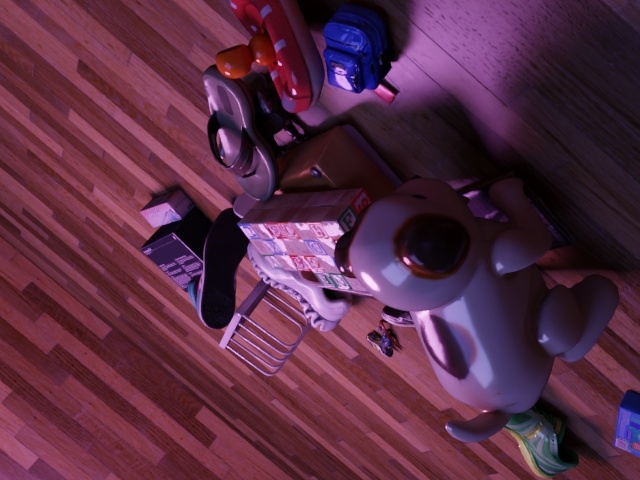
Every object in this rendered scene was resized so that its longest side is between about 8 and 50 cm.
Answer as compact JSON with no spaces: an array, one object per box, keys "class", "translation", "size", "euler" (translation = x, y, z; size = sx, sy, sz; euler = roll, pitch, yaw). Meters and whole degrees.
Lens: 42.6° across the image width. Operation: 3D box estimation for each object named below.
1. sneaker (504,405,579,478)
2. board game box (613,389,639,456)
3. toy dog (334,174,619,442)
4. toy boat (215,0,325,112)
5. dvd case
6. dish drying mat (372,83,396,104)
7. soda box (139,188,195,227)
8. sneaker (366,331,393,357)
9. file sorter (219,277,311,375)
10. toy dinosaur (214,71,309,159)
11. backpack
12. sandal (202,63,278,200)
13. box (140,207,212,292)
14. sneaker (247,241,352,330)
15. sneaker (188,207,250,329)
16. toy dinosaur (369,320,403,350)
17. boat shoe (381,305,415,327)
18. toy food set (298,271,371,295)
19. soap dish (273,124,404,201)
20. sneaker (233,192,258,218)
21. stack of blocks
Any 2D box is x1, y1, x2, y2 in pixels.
[{"class":"sneaker","translation":[0.476,0.401,1.820],"size":[0.123,0.109,0.295],"euler":[-24,114,34]},{"class":"board game box","translation":[0.683,0.388,1.589],"size":[0.210,0.047,0.160],"euler":[22,147,30]},{"class":"toy dog","translation":[0.208,0.075,1.313],"size":[0.408,0.395,0.284],"euler":[43,161,-28]},{"class":"toy boat","translation":[-0.097,-0.308,1.322],"size":[0.151,0.151,0.231],"euler":[115,133,-76]},{"class":"dvd case","translation":[0.315,-0.033,1.441],"size":[0.164,0.018,0.221],"euler":[45,150,-14]},{"class":"dish drying mat","translation":[0.090,-0.263,1.382],"size":[0.083,0.008,0.032],"euler":[37,152,2]},{"class":"soda box","translation":[-0.407,-0.084,2.169],"size":[0.063,0.058,0.183],"euler":[50,150,-19]},{"class":"sneaker","translation":[0.148,0.260,2.053],"size":[0.083,0.031,0.035],"euler":[44,165,-1]},{"class":"file sorter","translation":[-0.119,0.206,2.115],"size":[0.173,0.193,0.277],"euler":[35,152,2]},{"class":"toy dinosaur","translation":[-0.126,-0.234,1.599],"size":[0.313,0.121,0.160],"euler":[-9,115,60]},{"class":"backpack","translation":[0.055,-0.298,1.278],"size":[0.098,0.101,0.120],"euler":[19,145,21]},{"class":"sandal","translation":[-0.164,-0.183,1.498],"size":[0.120,0.086,0.303],"euler":[20,148,31]},{"class":"box","translation":[-0.355,0.032,2.230],"size":[0.184,0.103,0.261],"euler":[44,152,-17]},{"class":"sneaker","translation":[-0.045,0.083,1.961],"size":[0.292,0.110,0.118],"euler":[41,134,-3]},{"class":"sneaker","translation":[-0.249,0.070,2.032],"size":[0.124,0.295,0.178],"euler":[13,173,-17]},{"class":"toy dinosaur","translation":[0.162,0.228,1.998],"size":[0.090,0.047,0.082],"euler":[4,138,-4]},{"class":"boat shoe","translation":[0.206,0.165,1.823],"size":[0.152,0.056,0.049],"euler":[11,137,26]},{"class":"toy food set","translation":[0.133,0.077,1.684],"size":[0.220,0.092,0.306],"euler":[16,174,-44]},{"class":"soap dish","translation":[0.021,-0.087,1.601],"size":[0.229,0.118,0.291],"euler":[47,152,-15]},{"class":"sneaker","translation":[-0.104,-0.051,1.853],"size":[0.212,0.080,0.094],"euler":[15,155,35]},{"class":"stack of blocks","translation":[0.000,0.000,1.532],"size":[0.297,0.087,0.171],"euler":[1,134,50]}]
